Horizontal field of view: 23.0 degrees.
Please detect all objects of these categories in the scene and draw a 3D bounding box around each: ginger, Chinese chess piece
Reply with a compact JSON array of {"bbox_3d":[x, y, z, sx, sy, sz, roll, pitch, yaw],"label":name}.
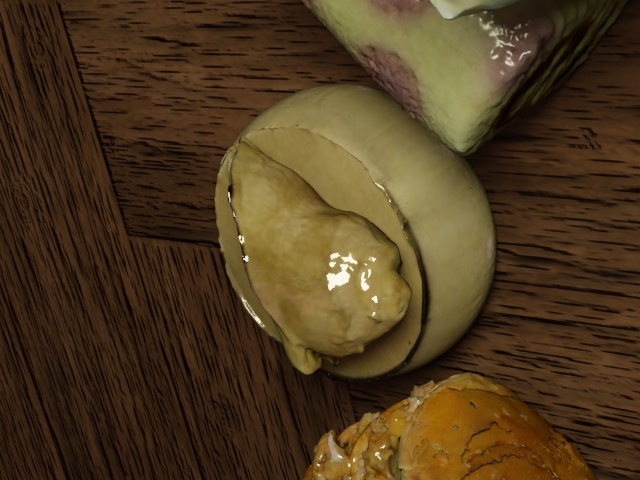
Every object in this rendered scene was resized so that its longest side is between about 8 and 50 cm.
[{"bbox_3d":[-0.003,-0.003,1.187,0.122,0.115,0.193,-26,86,29],"label":"ginger"},{"bbox_3d":[0.025,-0.005,1.293,0.249,0.103,0.250,24,130,32],"label":"Chinese chess piece"}]

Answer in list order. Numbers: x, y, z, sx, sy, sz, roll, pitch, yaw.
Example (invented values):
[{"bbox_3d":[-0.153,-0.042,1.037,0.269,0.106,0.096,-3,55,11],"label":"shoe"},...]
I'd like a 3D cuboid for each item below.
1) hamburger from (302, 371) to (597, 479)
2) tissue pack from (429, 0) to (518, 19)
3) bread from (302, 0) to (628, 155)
[{"bbox_3d":[0.117,0.246,1.274,0.211,0.245,0.261,-38,50,46],"label":"hamburger"},{"bbox_3d":[0.210,-0.321,0.737,0.205,0.331,0.405,53,139,8],"label":"tissue pack"},{"bbox_3d":[0.045,-0.231,1.062,0.338,0.187,0.155,47,137,7],"label":"bread"}]
